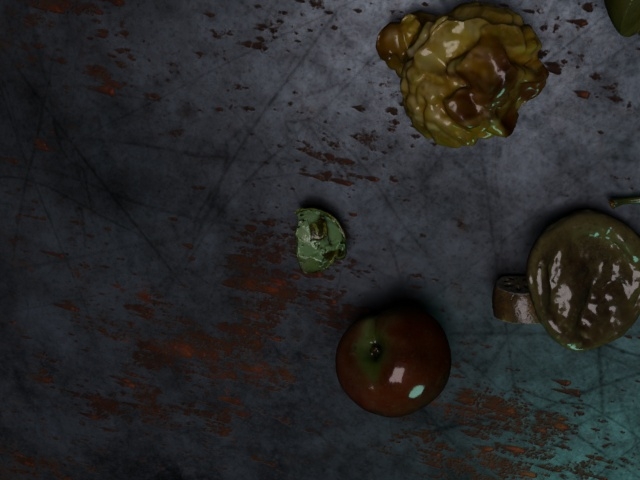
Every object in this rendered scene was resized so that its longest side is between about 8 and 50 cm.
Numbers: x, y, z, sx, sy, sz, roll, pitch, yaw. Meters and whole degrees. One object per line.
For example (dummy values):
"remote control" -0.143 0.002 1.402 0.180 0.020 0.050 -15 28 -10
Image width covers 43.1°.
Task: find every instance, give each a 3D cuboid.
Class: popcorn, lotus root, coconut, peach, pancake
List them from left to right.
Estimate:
"coconut" -0.001 -0.001 1.772 0.133 0.055 0.158 16 118 4
"peach" 0.164 0.267 1.765 0.252 0.252 0.252 5 115 10
"popcorn" 0.254 -0.307 1.499 0.332 0.225 0.265 20 107 27
"lotus root" 0.423 0.128 1.704 0.122 0.112 0.081 0 113 13
"pancake" 0.551 0.078 1.642 0.294 0.049 0.294 -1 99 -7

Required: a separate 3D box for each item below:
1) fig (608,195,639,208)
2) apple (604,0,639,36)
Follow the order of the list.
"fig" 0.685 -0.084 1.557 0.245 0.149 0.149 -6 115 41
"apple" 0.608 -0.432 1.319 0.292 0.292 0.254 26 140 0
